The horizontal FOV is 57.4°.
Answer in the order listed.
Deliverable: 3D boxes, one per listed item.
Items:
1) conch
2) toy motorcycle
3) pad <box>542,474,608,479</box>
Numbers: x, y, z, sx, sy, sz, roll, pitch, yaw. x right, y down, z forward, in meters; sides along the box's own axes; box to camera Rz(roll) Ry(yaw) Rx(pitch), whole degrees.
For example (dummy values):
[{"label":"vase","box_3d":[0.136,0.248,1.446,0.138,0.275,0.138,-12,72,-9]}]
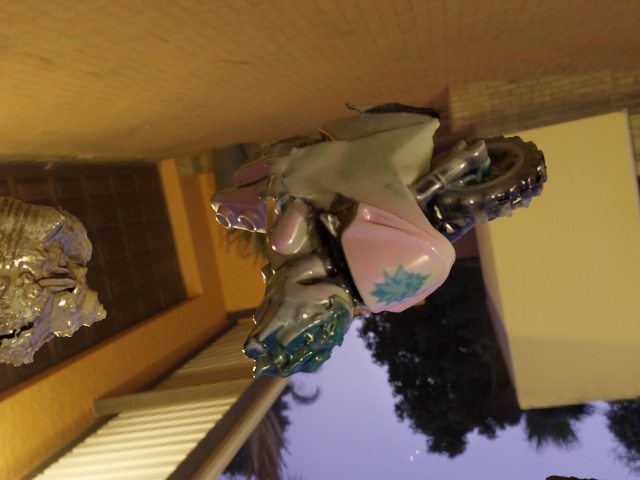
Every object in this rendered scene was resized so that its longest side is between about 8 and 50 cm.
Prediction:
[{"label":"conch","box_3d":[-0.334,0.034,0.591,0.245,0.178,0.163,21,-179,-24]},{"label":"toy motorcycle","box_3d":[-0.003,-0.004,0.375,0.239,0.108,0.204,-8,-142,52]},{"label":"pad","box_3d":[0.146,0.272,0.256,0.323,0.055,0.250,-57,-170,-28]}]
